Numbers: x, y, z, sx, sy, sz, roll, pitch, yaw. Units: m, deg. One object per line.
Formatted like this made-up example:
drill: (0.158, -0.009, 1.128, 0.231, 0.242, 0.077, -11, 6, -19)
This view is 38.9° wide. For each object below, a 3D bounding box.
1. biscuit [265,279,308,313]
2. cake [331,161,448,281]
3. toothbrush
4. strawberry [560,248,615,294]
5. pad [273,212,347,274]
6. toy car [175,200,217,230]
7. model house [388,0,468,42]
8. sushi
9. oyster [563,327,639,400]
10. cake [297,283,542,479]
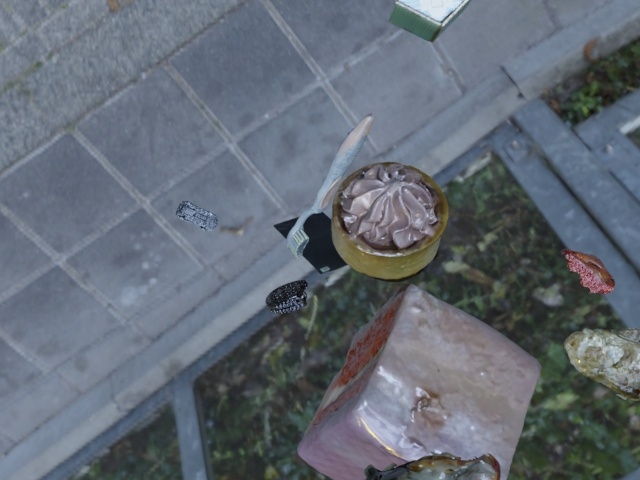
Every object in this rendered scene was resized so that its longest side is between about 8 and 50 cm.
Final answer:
biscuit: (-0.048, 0.091, 1.467, 0.087, 0.089, 0.027, -32, 110, -34)
cake: (0.120, -0.054, 1.471, 0.208, 0.185, 0.178, -21, 150, -28)
toothbrush: (0.009, -0.075, 1.335, 0.028, 0.037, 0.375, -25, 161, -30)
strawberry: (0.594, 0.063, 1.998, 0.152, 0.103, 0.048, 36, 125, -24)
pad: (0.000, 0.000, 1.813, 0.116, 0.193, 0.004, -19, 130, -25)
toy car: (-0.261, -0.050, 1.922, 0.093, 0.025, 0.041, 26, 76, 5)
model house: (0.178, -0.445, 1.516, 0.271, 0.178, 0.206, -8, 92, -4)
sushi: (0.078, 0.252, 0.849, 0.103, 0.097, 0.226, -1, 145, -45)
oyster: (0.555, 0.187, 1.459, 0.295, 0.094, 0.166, -17, 121, 21)
cake: (0.130, 0.238, 1.271, 0.230, 0.237, 0.309, 34, 150, -3)
